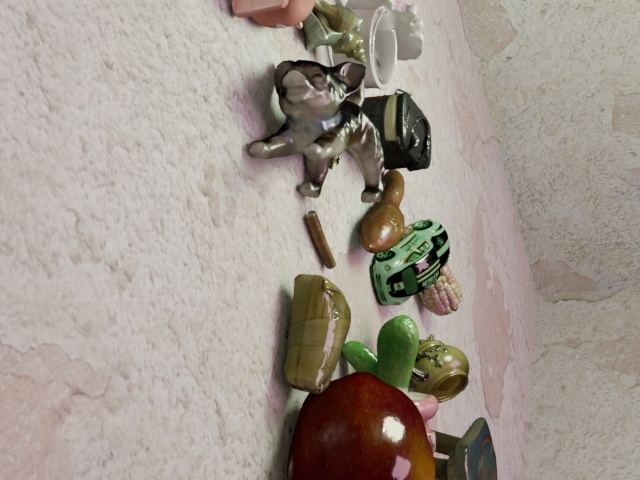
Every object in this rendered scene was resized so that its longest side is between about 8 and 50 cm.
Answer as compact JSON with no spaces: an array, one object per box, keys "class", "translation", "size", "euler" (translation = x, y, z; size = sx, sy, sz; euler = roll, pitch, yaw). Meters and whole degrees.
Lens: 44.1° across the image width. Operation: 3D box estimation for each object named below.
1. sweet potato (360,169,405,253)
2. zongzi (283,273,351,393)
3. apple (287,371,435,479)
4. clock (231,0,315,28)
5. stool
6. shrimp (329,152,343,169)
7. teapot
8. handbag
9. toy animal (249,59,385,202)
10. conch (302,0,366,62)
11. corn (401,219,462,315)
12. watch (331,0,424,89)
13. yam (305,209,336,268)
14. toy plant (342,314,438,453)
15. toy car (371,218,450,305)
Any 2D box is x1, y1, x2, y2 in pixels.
[{"class":"sweet potato","translation":[0.170,-0.065,2.023],"size":[0.385,0.109,0.109],"euler":[-63,141,-58]},{"class":"zongzi","translation":[0.005,0.209,1.605],"size":[0.256,0.114,0.228],"euler":[56,39,-65]},{"class":"apple","translation":[0.075,0.420,1.503],"size":[0.317,0.288,0.288],"euler":[-88,158,-47]},{"class":"clock","translation":[-0.072,-0.528,1.530],"size":[0.241,0.142,0.227],"euler":[-8,93,-70]},{"class":"stool","translation":[0.329,0.643,2.080],"size":[0.310,0.226,0.311],"euler":[-11,96,-67]},{"class":"shrimp","translation":[0.027,-0.250,1.817],"size":[0.101,0.042,0.190],"euler":[18,68,-42]},{"class":"teapot","translation":[0.309,0.345,2.211],"size":[0.269,0.173,0.183],"euler":[16,31,-39]},{"class":"handbag","translation":[0.182,-0.274,1.982],"size":[0.254,0.181,0.181],"euler":[32,60,-62]},{"class":"toy animal","translation":[0.006,-0.260,1.595],"size":[0.344,0.194,0.303],"euler":[38,57,-63]},{"class":"conch","translation":[0.010,-0.469,1.756],"size":[0.233,0.114,0.137],"euler":[19,51,-26]},{"class":"corn","translation":[0.316,0.084,2.306],"size":[0.335,0.126,0.127],"euler":[60,34,-35]},{"class":"watch","translation":[0.143,-0.471,1.950],"size":[0.244,0.196,0.231],"euler":[55,44,-53]},{"class":"yam","translation":[0.000,0.000,1.709],"size":[0.032,0.032,0.145],"euler":[-66,142,-48]},{"class":"toy plant","translation":[0.160,0.345,1.796],"size":[0.317,0.210,0.357],"euler":[40,47,-79]},{"class":"toy car","translation":[0.258,0.058,2.091],"size":[0.305,0.125,0.136],"euler":[-34,120,-36]}]
